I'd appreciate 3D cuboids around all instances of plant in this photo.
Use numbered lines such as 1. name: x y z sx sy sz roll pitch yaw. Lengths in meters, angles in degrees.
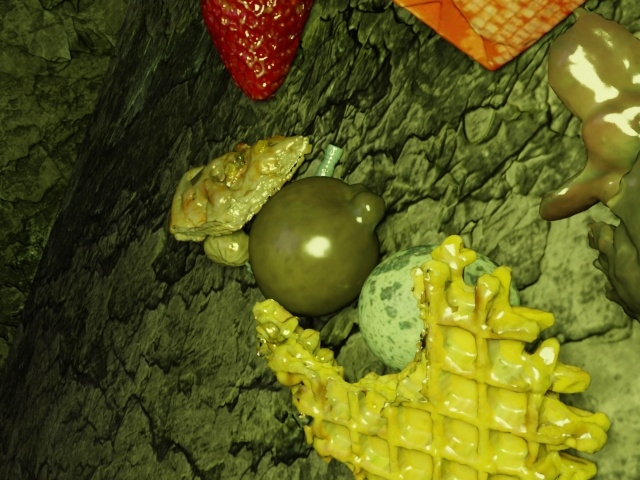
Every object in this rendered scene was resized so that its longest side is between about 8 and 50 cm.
1. plant: 0.258 -0.017 0.468 0.178 0.204 0.234 -56 44 11

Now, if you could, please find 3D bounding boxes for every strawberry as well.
1. strawberry: -0.107 -0.370 1.278 0.205 0.205 0.244 11 107 59

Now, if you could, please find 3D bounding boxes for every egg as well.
1. egg: 0.116 0.068 0.714 0.172 0.132 0.132 -15 62 41

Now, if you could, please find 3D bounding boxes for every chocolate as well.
1. chocolate: 0.175 -0.320 0.714 0.237 0.235 0.108 -37 36 46

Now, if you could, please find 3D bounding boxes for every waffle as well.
1. waffle: 0.096 0.157 0.640 0.260 0.069 0.293 53 129 4
2. waffle: -0.038 0.143 0.905 0.149 0.194 0.051 35 68 23

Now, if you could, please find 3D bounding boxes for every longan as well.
1. longan: 0.000 0.000 0.909 0.204 0.159 0.185 -35 48 35

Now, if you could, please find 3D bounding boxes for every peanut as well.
1. peanut: -0.172 -0.012 1.273 0.082 0.082 0.187 -61 33 20

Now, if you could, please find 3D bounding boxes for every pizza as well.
1. pizza: -0.141 -0.095 1.200 0.297 0.071 0.189 -15 44 34

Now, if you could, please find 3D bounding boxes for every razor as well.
1. razor: -0.023 -0.031 1.071 0.106 0.068 0.232 30 95 58
